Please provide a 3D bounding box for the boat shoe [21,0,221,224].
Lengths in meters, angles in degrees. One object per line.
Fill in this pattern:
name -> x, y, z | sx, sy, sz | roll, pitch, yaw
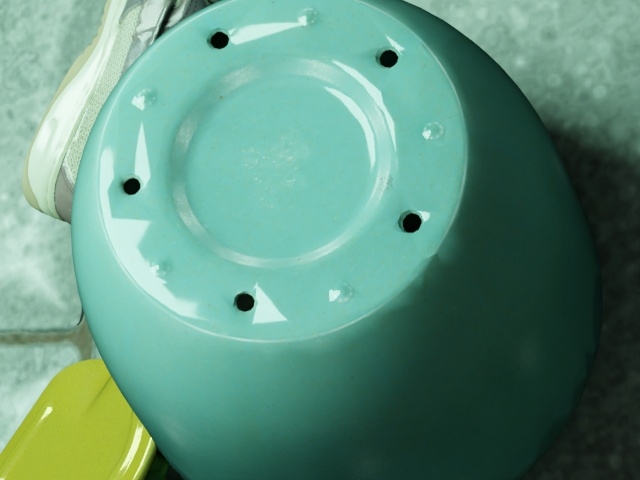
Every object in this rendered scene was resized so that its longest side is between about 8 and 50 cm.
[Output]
boat shoe -> -0.090, -0.128, 1.077 | 0.092, 0.103, 0.285 | 31, 97, 20

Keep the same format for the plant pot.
plant pot -> 0.000, 0.000, 0.898 | 0.293, 0.235, 0.293 | -3, 71, 10

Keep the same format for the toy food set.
toy food set -> -0.152, 0.172, 1.069 | 0.218, 0.071, 0.128 | -54, 41, 4
